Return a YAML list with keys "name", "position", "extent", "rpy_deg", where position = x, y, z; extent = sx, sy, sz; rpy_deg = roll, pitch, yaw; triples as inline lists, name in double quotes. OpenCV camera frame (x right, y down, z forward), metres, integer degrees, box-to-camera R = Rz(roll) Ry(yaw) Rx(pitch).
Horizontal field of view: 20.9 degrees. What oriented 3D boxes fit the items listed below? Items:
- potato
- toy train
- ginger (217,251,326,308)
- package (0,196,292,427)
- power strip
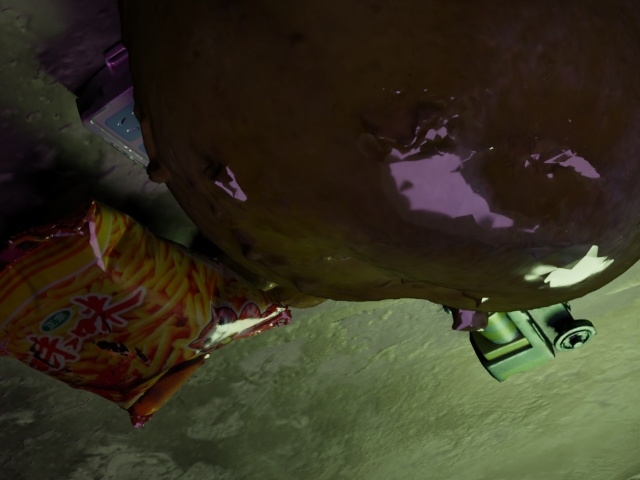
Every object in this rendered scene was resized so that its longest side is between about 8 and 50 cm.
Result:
- name: "potato"
  position: [0.081, -0.085, 1.287]
  extent: [0.442, 0.319, 0.385]
  rpy_deg: [7, 127, -33]
- name: "toy train"
  position: [0.201, 0.069, 1.788]
  extent: [0.132, 0.083, 0.200]
  rpy_deg: [-26, 144, 12]
- name: "ginger"
  position: [0.003, 0.010, 1.603]
  extent: [0.205, 0.081, 0.115]
  rpy_deg: [-31, 113, 27]
- name: "package"
  position: [-0.195, 0.060, 1.548]
  extent: [0.223, 0.108, 0.288]
  rpy_deg: [-33, 135, 25]
- name: "power strip"
  position: [-0.090, -0.085, 1.462]
  extent: [0.109, 0.037, 0.279]
  rpy_deg: [-33, 144, 15]
